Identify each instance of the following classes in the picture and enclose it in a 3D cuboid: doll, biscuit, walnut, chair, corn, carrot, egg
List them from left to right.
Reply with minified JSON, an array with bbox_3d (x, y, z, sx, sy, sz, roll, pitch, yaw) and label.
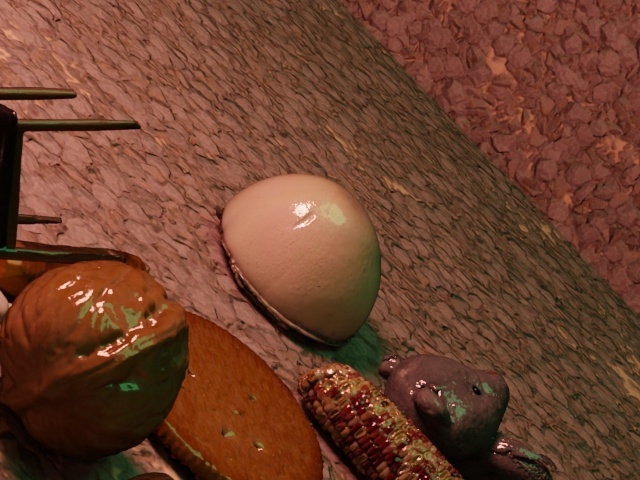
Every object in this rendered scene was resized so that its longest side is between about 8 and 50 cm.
[{"bbox_3d":[-0.343,-0.069,1.753,0.272,0.166,0.188,-3,18,-35],"label":"chair"},{"bbox_3d":[-0.285,0.035,1.959,0.066,0.066,0.314,51,17,18],"label":"carrot"},{"bbox_3d":[-0.229,0.118,1.710,0.213,0.213,0.213,38,20,-17],"label":"walnut"},{"bbox_3d":[-0.115,0.198,1.991,0.305,0.038,0.305,37,22,-18],"label":"biscuit"},{"bbox_3d":[0.002,0.004,2.417,0.264,0.174,0.286,54,18,15],"label":"egg"},{"bbox_3d":[0.084,0.265,2.171,0.290,0.098,0.098,47,20,11],"label":"corn"},{"bbox_3d":[0.217,0.259,2.319,0.340,0.158,0.246,36,-5,-28],"label":"doll"}]

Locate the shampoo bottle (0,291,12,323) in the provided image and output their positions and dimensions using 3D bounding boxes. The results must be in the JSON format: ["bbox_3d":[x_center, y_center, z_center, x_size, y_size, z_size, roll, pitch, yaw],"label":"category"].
[{"bbox_3d":[-0.355,0.065,1.769,0.152,0.045,0.077,17,31,-49],"label":"shampoo bottle"}]

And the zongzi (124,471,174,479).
[{"bbox_3d":[-0.141,0.331,1.578,0.242,0.112,0.221,55,20,6],"label":"zongzi"}]
